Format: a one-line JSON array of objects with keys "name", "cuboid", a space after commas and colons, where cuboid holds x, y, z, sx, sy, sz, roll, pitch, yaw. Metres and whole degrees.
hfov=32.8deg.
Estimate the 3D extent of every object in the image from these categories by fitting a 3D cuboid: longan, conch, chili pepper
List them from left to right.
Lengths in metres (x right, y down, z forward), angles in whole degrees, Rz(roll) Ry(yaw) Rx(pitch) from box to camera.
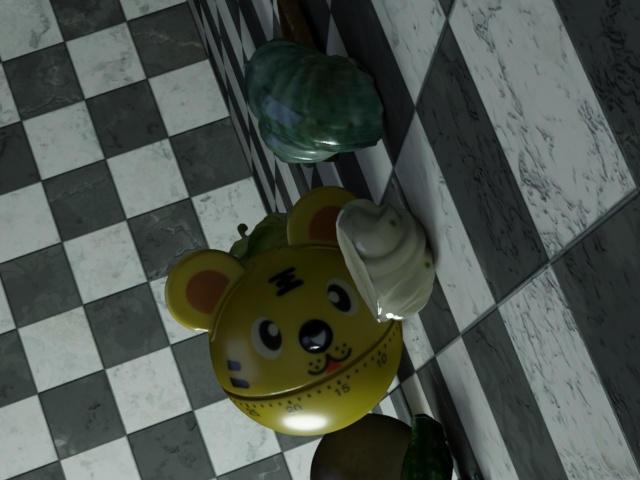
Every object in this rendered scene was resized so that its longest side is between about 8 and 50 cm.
[{"name": "conch", "cuboid": [-0.014, -0.193, 1.553, 0.220, 0.195, 0.277, 43, 144, 1]}, {"name": "longan", "cuboid": [0.104, 0.470, 2.137, 0.258, 0.258, 0.258, 160, 90, -84]}, {"name": "chili pepper", "cuboid": [0.174, 0.425, 1.776, 0.270, 0.099, 0.136, -77, -5, -54]}]

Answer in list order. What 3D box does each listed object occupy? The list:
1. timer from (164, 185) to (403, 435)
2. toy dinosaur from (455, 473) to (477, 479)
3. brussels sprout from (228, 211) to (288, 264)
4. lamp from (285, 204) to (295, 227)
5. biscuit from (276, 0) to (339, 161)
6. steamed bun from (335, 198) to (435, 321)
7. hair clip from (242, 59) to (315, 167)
[{"name": "timer", "cuboid": [-0.042, 0.134, 1.871, 0.376, 0.376, 0.387, -125, 11, -67]}, {"name": "toy dinosaur", "cuboid": [0.241, 0.420, 1.727, 0.197, 0.045, 0.080, 88, 166, -59]}, {"name": "brussels sprout", "cuboid": [-0.070, 0.129, 2.418, 0.276, 0.315, 0.371, 15, -91, -67]}, {"name": "lamp", "cuboid": [0.002, -0.001, 2.192, 0.246, 0.108, 0.179, -104, -8, -80]}, {"name": "biscuit", "cuboid": [-0.015, -0.272, 1.802, 0.278, 0.043, 0.301, -117, 11, -62]}, {"name": "steamed bun", "cuboid": [0.095, 0.023, 1.493, 0.183, 0.106, 0.183, 157, 90, -85]}, {"name": "hair clip", "cuboid": [-0.079, -0.269, 2.271, 0.257, 0.075, 0.146, 65, 168, 7]}]
